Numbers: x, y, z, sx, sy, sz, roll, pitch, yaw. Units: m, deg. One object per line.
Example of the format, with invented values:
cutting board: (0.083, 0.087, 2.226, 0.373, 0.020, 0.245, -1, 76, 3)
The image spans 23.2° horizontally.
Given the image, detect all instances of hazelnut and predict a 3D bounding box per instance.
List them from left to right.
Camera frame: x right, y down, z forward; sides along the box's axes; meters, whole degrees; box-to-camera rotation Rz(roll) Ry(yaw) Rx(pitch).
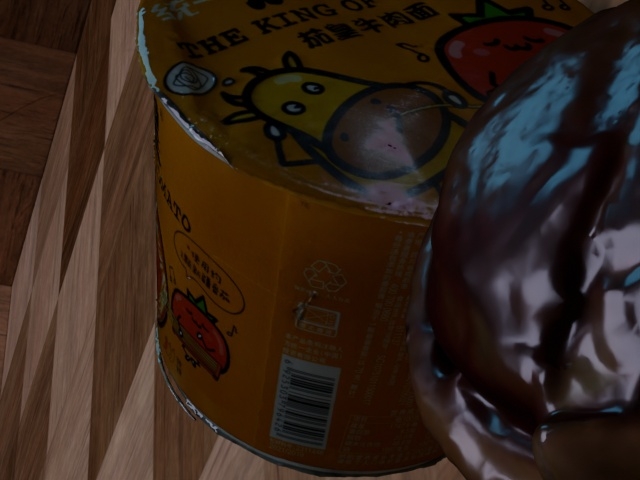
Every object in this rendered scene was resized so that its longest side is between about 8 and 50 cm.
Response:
hazelnut: (0.110, 0.003, 0.399, 0.201, 0.161, 0.170, 115, 161, -58)

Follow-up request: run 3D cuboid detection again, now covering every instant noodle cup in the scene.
instant noodle cup: (0.019, -0.013, 0.680, 0.215, 0.216, 0.172, -98, 15, -50)
